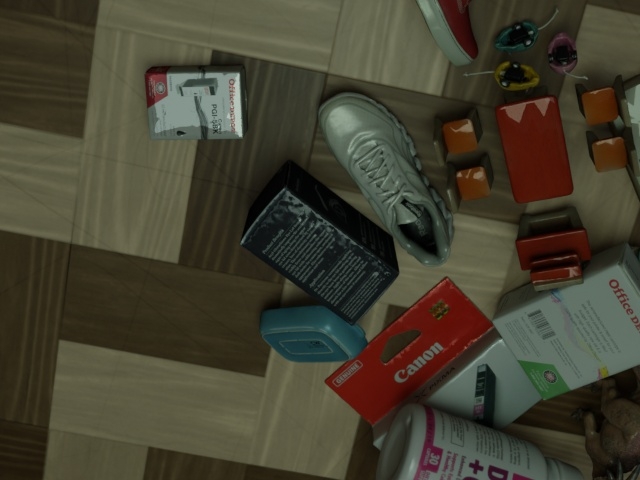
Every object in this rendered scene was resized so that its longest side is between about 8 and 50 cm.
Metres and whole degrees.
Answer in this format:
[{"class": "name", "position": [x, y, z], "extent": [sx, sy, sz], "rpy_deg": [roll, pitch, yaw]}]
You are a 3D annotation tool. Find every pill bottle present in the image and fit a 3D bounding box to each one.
[{"class": "pill bottle", "position": [0.240, 0.361, 1.365], "extent": [0.283, 0.160, 0.160], "rpy_deg": [20, 109, -7]}]

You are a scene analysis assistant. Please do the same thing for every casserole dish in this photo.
[{"class": "casserole dish", "position": [-0.016, 0.146, 1.360], "extent": [0.188, 0.037, 0.114], "rpy_deg": [-9, 136, 42]}]

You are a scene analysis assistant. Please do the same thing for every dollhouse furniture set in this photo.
[{"class": "dollhouse furniture set", "position": [0.306, -0.077, 1.253], "extent": [0.262, 0.135, 0.259], "rpy_deg": [-11, 118, 17]}]

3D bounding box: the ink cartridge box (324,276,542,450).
[{"class": "ink cartridge box", "position": [0.184, 0.230, 1.434], "extent": [0.275, 0.060, 0.239], "rpy_deg": [-42, 105, 14]}]

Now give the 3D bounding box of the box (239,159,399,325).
[{"class": "box", "position": [0.000, 0.000, 1.302], "extent": [0.207, 0.153, 0.108], "rpy_deg": [37, 106, -10]}]

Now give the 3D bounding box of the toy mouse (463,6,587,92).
[{"class": "toy mouse", "position": [0.298, -0.258, 1.241], "extent": [0.161, 0.143, 0.031], "rpy_deg": [17, 156, 27]}]

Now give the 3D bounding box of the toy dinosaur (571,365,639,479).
[{"class": "toy dinosaur", "position": [0.474, 0.302, 1.381], "extent": [0.127, 0.200, 0.295], "rpy_deg": [11, 109, -4]}]

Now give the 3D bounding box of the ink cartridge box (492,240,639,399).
[{"class": "ink cartridge box", "position": [0.388, 0.120, 1.331], "extent": [0.212, 0.093, 0.154], "rpy_deg": [-30, 99, 33]}]

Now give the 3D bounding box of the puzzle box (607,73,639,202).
[{"class": "puzzle box", "position": [0.632, -0.176, 1.287], "extent": [0.409, 0.052, 0.272], "rpy_deg": [-25, 108, 9]}]

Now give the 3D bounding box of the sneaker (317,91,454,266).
[{"class": "sneaker", "position": [0.101, -0.085, 1.291], "extent": [0.110, 0.118, 0.292], "rpy_deg": [-35, 104, 14]}]

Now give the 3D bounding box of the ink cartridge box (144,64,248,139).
[{"class": "ink cartridge box", "position": [-0.174, -0.195, 1.283], "extent": [0.135, 0.056, 0.099], "rpy_deg": [-1, 109, 1]}]

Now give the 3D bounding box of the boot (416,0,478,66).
[{"class": "boot", "position": [0.203, -0.351, 1.176], "extent": [0.176, 0.088, 0.244], "rpy_deg": [-25, 130, 12]}]

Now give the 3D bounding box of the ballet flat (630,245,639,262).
[{"class": "ballet flat", "position": [0.533, 0.100, 1.383], "extent": [0.241, 0.091, 0.077], "rpy_deg": [42, 135, -9]}]
